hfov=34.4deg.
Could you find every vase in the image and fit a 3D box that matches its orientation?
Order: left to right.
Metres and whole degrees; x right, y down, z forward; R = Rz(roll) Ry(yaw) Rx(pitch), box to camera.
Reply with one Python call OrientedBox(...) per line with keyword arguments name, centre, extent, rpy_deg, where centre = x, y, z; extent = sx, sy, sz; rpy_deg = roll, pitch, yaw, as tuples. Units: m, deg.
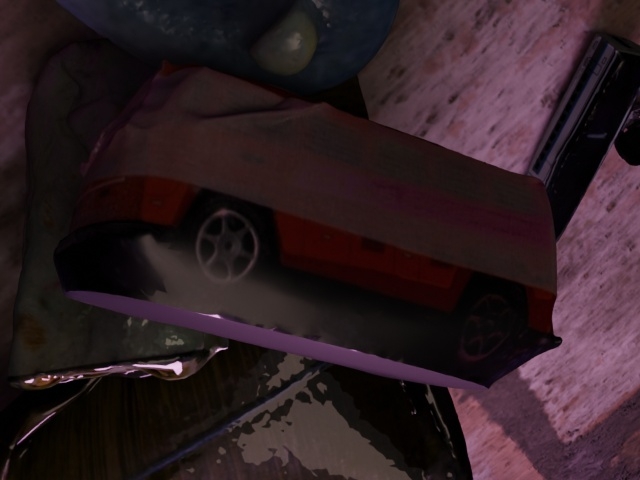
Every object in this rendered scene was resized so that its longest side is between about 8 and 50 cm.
OrientedBox(name="vase", centre=(0.362, -0.104, 0.982), extent=(0.167, 0.059, 0.059), rpy_deg=(-5, 122, -25))

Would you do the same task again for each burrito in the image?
OrientedBox(name="burrito", centre=(-0.140, -0.020, 0.680), extent=(0.144, 0.089, 0.228), rpy_deg=(-6, 82, 3))

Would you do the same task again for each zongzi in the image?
OrientedBox(name="zongzi", centre=(-0.124, 0.044, 0.778), extent=(0.403, 0.208, 0.432), rpy_deg=(-14, 101, -2))

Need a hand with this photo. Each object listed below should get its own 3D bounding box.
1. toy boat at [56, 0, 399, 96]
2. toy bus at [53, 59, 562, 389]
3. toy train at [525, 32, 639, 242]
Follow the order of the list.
OrientedBox(name="toy boat", centre=(-0.094, -0.198, 0.568), extent=(0.215, 0.123, 0.330), rpy_deg=(-33, 118, 29))
OrientedBox(name="toy bus", centre=(0.000, 0.000, 0.628), extent=(0.303, 0.127, 0.147), rpy_deg=(18, 71, -26))
OrientedBox(name="toy train", centre=(0.216, -0.065, 0.939), extent=(0.055, 0.048, 0.252), rpy_deg=(3, 124, -35))
